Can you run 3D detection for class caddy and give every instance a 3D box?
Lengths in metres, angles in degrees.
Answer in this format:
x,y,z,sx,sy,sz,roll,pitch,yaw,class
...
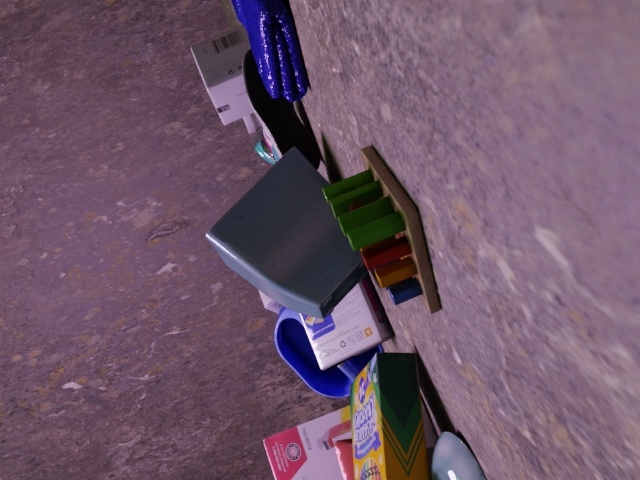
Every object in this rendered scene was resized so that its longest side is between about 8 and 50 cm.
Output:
x,y,z,sx,sy,sz,roll,pitch,yaw,class
0.022,0.284,1.937,0.341,0.241,0.179,49,-172,-17,caddy

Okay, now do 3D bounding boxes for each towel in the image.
x,y,z,sx,sy,sz,roll,pitch,yaw,class
-0.116,-0.416,1.235,0.228,0.076,0.308,71,176,-57,towel

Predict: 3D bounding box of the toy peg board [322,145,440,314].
x,y,z,sx,sy,sz,roll,pitch,yaw,class
0.068,-0.003,0.848,0.161,0.079,0.161,-115,4,-52,toy peg board

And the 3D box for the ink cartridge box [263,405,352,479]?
x,y,z,sx,sy,sz,roll,pitch,yaw,class
0.088,0.567,1.706,0.160,0.384,0.279,78,170,-55,ink cartridge box

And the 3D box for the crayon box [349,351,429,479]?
x,y,z,sx,sy,sz,roll,pitch,yaw,class
0.121,0.386,1.234,0.203,0.083,0.323,113,157,-59,crayon box

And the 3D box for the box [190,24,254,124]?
x,y,z,sx,sy,sz,roll,pitch,yaw,class
-0.186,-0.397,1.615,0.119,0.180,0.182,68,177,-52,box

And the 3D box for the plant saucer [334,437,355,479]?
x,y,z,sx,sy,sz,roll,pitch,yaw,class
0.180,0.541,1.506,0.048,0.258,0.259,-51,47,44,plant saucer

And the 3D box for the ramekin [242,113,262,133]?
x,y,z,sx,sy,sz,roll,pitch,yaw,class
-0.194,-0.447,1.934,0.273,0.127,0.273,157,90,-87,ramekin

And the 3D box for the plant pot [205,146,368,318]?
x,y,z,sx,sy,sz,roll,pitch,yaw,class
-0.038,0.017,1.396,0.252,0.248,0.247,42,170,13,plant pot

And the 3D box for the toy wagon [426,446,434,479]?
x,y,z,sx,sy,sz,roll,pitch,yaw,class
0.228,0.556,1.304,0.267,0.068,0.345,-137,35,-56,toy wagon

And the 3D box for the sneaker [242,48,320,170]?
x,y,z,sx,sy,sz,roll,pitch,yaw,class
-0.102,-0.281,1.551,0.296,0.123,0.178,68,165,-11,sneaker

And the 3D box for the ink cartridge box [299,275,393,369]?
x,y,z,sx,sy,sz,roll,pitch,yaw,class
0.013,0.088,1.565,0.069,0.175,0.371,0,-117,-58,ink cartridge box

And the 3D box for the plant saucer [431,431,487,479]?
x,y,z,sx,sy,sz,roll,pitch,yaw,class
0.215,0.401,1.080,0.195,0.037,0.195,166,90,-75,plant saucer

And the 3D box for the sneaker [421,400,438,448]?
x,y,z,sx,sy,sz,roll,pitch,yaw,class
0.177,0.469,1.465,0.108,0.169,0.293,-146,32,-82,sneaker

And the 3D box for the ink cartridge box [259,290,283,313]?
x,y,z,sx,sy,sz,roll,pitch,yaw,class
-0.091,0.131,2.165,0.303,0.072,0.307,27,-152,-40,ink cartridge box
